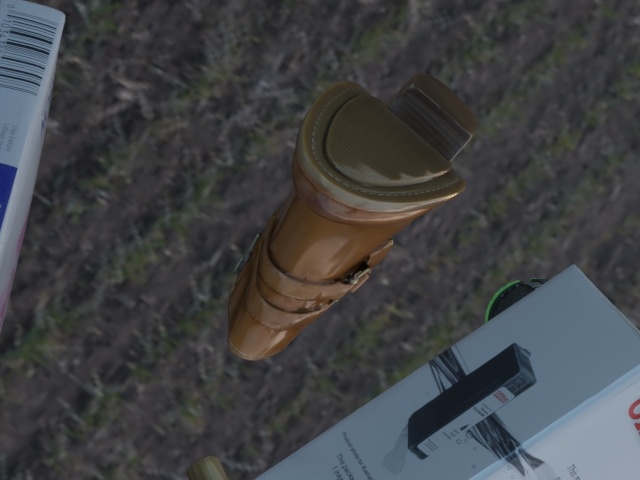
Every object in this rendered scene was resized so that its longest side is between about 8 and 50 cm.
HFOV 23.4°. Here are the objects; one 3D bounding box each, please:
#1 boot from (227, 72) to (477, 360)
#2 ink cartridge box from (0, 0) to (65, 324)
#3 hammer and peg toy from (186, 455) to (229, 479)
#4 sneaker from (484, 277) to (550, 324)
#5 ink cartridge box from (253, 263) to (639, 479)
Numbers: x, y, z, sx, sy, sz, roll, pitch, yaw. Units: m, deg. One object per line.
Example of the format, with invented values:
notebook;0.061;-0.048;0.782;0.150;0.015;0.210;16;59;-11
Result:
boot;0.000;0.000;0.737;0.152;0.073;0.197;-48;172;21
ink cartridge box;-0.283;0.028;1.259;0.072;0.324;0.330;11;137;-8
hammer and peg toy;-0.243;0.346;1.533;0.361;0.127;0.266;-8;148;-38
sneaker;0.328;0.253;1.696;0.185;0.482;0.202;-21;167;-9
ink cartridge box;0.123;0.174;1.072;0.273;0.114;0.197;-34;134;1
